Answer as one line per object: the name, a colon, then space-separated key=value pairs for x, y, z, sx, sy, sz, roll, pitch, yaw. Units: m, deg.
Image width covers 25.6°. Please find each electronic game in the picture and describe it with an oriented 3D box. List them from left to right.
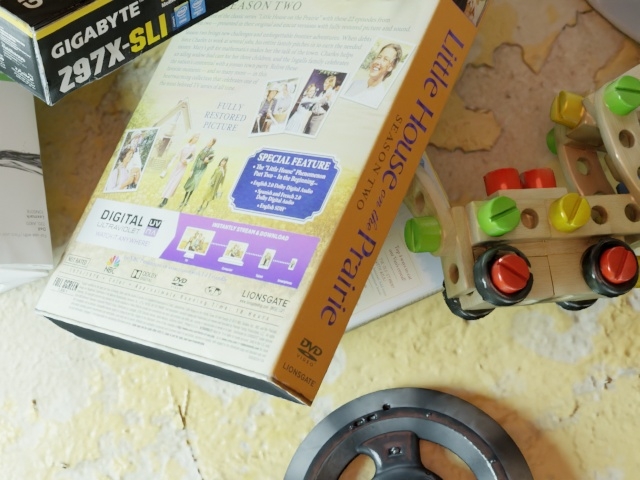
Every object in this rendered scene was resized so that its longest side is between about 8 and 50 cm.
electronic game: x=0.075 y=0.241 z=1.220 sx=0.229 sy=0.048 sz=0.229 roll=-3 pitch=73 yaw=8

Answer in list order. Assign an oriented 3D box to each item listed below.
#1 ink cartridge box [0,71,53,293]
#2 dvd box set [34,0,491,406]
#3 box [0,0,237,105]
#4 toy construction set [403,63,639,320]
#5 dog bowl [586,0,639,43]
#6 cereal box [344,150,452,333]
ink cartridge box: x=-0.327 y=-0.062 z=1.251 sx=0.160 sy=0.093 sz=0.219 roll=-20 pitch=74 yaw=44
dvd box set: x=-0.044 y=-0.090 z=1.175 sx=0.308 sy=0.062 sz=0.420 roll=9 pitch=69 yaw=44
box: x=-0.227 y=-0.264 z=1.211 sx=0.257 sy=0.079 sz=0.322 roll=-33 pitch=50 yaw=-29
toy construction set: x=0.170 y=-0.046 z=1.175 sx=0.328 sy=0.151 sz=0.215 roll=-7 pitch=77 yaw=-10
dog bowl: x=0.277 y=-0.278 z=1.180 sx=0.104 sy=0.265 sz=0.265 roll=-42 pitch=79 yaw=-5
cereal box: x=0.000 y=0.000 z=1.269 sx=0.240 sy=0.047 sz=0.173 roll=-23 pitch=79 yaw=0
